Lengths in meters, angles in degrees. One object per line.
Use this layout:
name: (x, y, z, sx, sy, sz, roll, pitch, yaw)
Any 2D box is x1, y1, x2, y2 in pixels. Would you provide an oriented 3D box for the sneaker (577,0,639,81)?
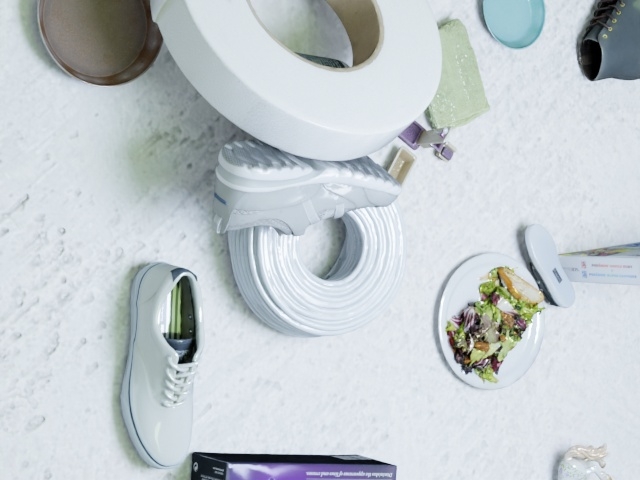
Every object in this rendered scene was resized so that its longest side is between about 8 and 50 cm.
sneaker: (0.451, -0.353, 2.167, 0.118, 0.083, 0.222, -11, 96, -32)

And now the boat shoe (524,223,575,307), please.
boat shoe: (0.331, 0.040, 2.110, 0.049, 0.040, 0.142, -39, 110, -34)

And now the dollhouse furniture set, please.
dollhouse furniture set: (0.148, -0.107, 1.970, 0.091, 0.081, 0.114, 38, 70, -27)

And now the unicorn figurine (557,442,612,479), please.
unicorn figurine: (0.375, 0.379, 2.126, 0.111, 0.060, 0.162, 5, 89, -24)

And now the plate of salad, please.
plate of salad: (0.255, 0.117, 2.057, 0.200, 0.048, 0.200, 0, 90, -33)

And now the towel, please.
towel: (0.181, -0.232, 2.026, 0.110, 0.027, 0.148, -27, 105, -29)

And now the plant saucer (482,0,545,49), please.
plant saucer: (0.280, -0.339, 2.094, 0.119, 0.021, 0.119, 0, 89, -32)

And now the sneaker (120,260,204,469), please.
sneaker: (-0.189, 0.155, 1.743, 0.094, 0.091, 0.258, -4, 92, -33)

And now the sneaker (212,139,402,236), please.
sneaker: (-0.024, -0.060, 1.763, 0.281, 0.105, 0.115, 1, 122, -38)

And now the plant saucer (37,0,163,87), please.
plant saucer: (-0.271, -0.269, 1.734, 0.168, 0.029, 0.168, 0, 90, -32)

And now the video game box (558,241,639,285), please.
video game box: (0.490, 0.032, 2.128, 0.205, 0.187, 0.048, -7, 97, -32)

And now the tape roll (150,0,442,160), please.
tape roll: (-0.026, -0.279, 1.770, 0.392, 0.072, 0.392, 18, 54, -25)

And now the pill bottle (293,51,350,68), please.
pill bottle: (-0.013, -0.188, 1.852, 0.180, 0.108, 0.108, 5, 87, -32)

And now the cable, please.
cable: (0.000, 0.000, 1.869, 0.257, 0.089, 0.257, -3, 91, -33)

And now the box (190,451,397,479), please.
box: (-0.038, 0.372, 1.836, 0.261, 0.103, 0.184, 6, 89, -33)
